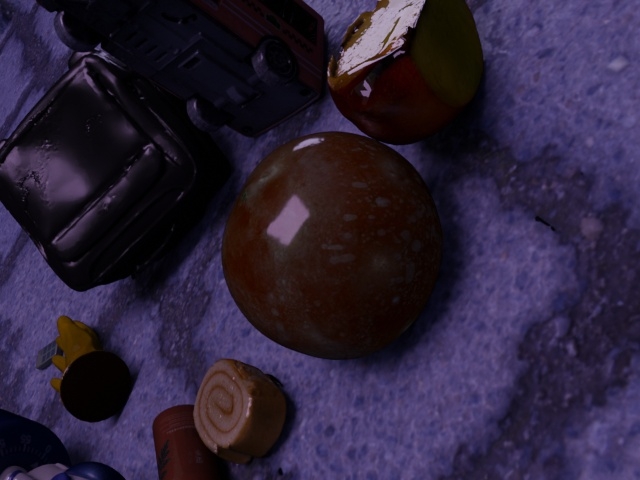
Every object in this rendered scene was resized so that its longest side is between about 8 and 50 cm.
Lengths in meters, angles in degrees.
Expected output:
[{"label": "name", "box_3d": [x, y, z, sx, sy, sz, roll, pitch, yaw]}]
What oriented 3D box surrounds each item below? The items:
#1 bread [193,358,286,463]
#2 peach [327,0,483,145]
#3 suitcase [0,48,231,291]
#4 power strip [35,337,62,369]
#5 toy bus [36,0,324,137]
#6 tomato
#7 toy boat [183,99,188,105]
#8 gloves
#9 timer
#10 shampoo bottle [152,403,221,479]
[{"label": "bread", "box_3d": [-0.105, 0.226, 1.091, 0.149, 0.073, 0.122, 34, 101, 56]}, {"label": "peach", "box_3d": [0.102, -0.194, 1.009, 0.159, 0.154, 0.267, -26, 30, 37]}, {"label": "suitcase", "box_3d": [-0.360, -0.115, 1.430, 0.345, 0.188, 0.339, -42, 84, 18]}, {"label": "power strip", "box_3d": [-0.543, 0.228, 1.673, 0.090, 0.016, 0.040, -32, 46, 35]}, {"label": "toy bus", "box_3d": [-0.197, -0.353, 1.276, 0.203, 0.427, 0.233, -24, 47, 40]}, {"label": "tomato", "box_3d": [0.000, 0.000, 0.974, 0.270, 0.223, 0.270, -31, 43, 34]}, {"label": "toy boat", "box_3d": [-0.301, -0.265, 1.606, 0.114, 0.122, 0.296, 126, 150, -57]}, {"label": "gloves", "box_3d": [-0.435, 0.223, 1.483, 0.133, 0.116, 0.294, -60, 29, -9]}, {"label": "timer", "box_3d": [-0.428, 0.396, 1.262, 0.384, 0.270, 0.270, -4, 64, 35]}, {"label": "shampoo bottle", "box_3d": [-0.166, 0.328, 1.083, 0.085, 0.085, 0.244, -47, 37, 20]}]
